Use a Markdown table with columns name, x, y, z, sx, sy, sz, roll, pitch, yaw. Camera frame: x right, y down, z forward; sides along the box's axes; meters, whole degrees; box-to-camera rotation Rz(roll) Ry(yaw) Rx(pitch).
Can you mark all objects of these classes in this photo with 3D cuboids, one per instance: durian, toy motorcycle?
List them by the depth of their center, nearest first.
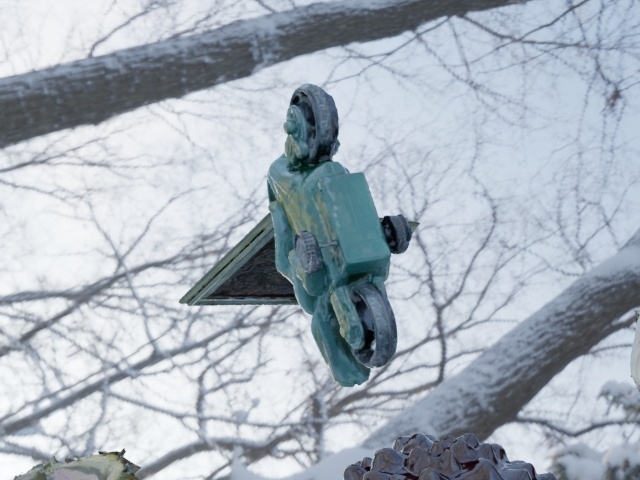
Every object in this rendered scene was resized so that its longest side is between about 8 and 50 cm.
| name | x | y | z | sx | sy | sz | roll | pitch | yaw |
| --- | --- | --- | --- | --- | --- | --- | --- | --- | --- |
| durian | -0.262 | 0.269 | 0.899 | 0.140 | 0.224 | 0.078 | 2 | -76 | 34 |
| toy motorcycle | 0.001 | 0.002 | 0.984 | 0.198 | 0.109 | 0.296 | 125 | -48 | -60 |

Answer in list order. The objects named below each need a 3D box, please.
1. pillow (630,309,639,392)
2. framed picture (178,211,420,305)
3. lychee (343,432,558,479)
| name | x | y | z | sx | sy | sz | roll | pitch | yaw |
| --- | --- | --- | --- | --- | --- | --- | --- | --- | --- |
| pillow | 0.447 | 0.149 | 1.289 | 0.053 | 0.208 | 0.119 | 11 | -84 | 11 |
| framed picture | -0.021 | 0.030 | 1.250 | 0.216 | 0.273 | 0.016 | -43 | -120 | 34 |
| lychee | 0.098 | 0.305 | 0.679 | 0.306 | 0.330 | 0.306 | 7 | -42 | 7 |
